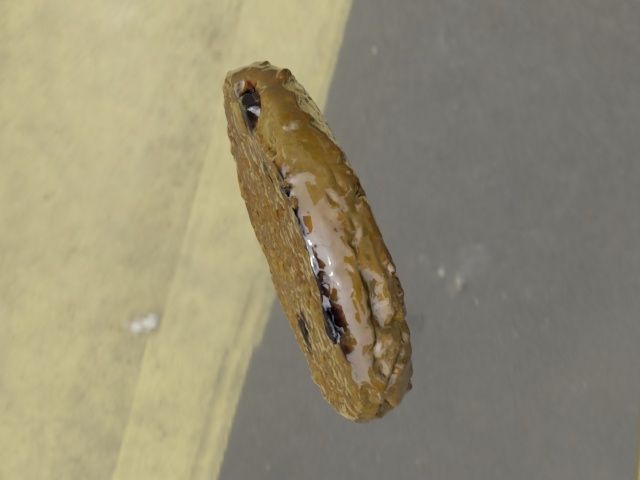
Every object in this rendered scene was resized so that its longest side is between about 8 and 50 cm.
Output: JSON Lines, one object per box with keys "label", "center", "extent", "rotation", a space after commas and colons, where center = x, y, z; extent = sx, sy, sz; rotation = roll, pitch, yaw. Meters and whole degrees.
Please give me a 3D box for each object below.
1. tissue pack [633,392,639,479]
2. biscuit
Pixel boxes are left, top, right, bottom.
{"label": "tissue pack", "center": [0.274, 0.180, 0.923], "extent": [0.253, 0.264, 0.416], "rotation": [4, 96, 11]}
{"label": "biscuit", "center": [0.002, 0.000, 1.463], "extent": [0.075, 0.296, 0.296], "rotation": [-18, 111, -9]}
